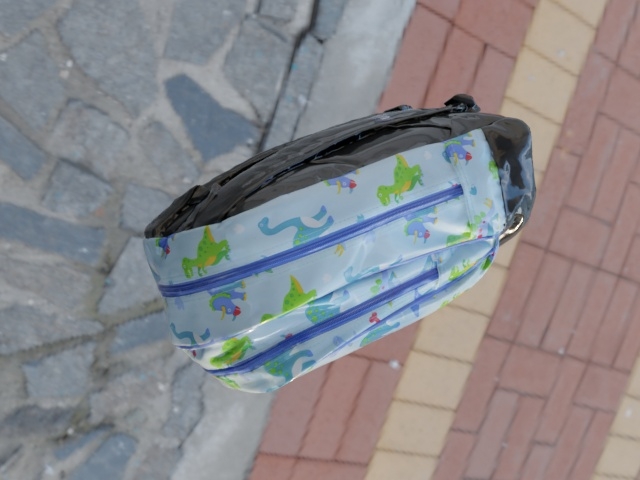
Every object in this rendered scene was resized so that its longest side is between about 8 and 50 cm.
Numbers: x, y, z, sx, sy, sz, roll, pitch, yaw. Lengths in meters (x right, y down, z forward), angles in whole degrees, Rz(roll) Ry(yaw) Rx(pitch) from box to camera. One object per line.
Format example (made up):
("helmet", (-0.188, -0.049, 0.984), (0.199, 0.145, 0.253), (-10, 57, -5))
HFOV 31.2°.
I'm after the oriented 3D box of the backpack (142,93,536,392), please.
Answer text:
("backpack", (0.000, 0.000, 1.155), (0.355, 0.290, 0.274), (-8, 96, -34))
